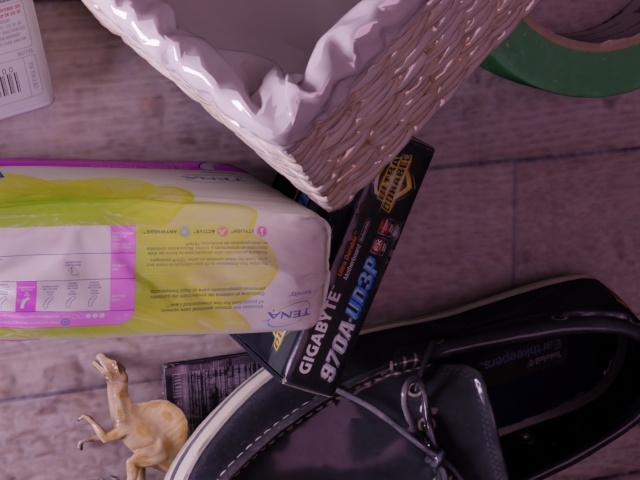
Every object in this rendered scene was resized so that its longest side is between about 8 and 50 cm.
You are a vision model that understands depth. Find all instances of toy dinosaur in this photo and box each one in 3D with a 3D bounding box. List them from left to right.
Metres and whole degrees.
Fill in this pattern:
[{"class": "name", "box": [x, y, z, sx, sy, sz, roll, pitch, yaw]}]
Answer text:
[{"class": "toy dinosaur", "box": [-0.147, 0.183, 1.305, 0.092, 0.053, 0.183, -41, 103, 5]}]

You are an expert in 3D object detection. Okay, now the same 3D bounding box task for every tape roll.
[{"class": "tape roll", "box": [0.235, -0.289, 1.333, 0.321, 0.077, 0.321, -5, 104, -20]}]

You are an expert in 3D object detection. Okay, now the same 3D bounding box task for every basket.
[{"class": "basket", "box": [-0.017, -0.241, 1.077, 0.328, 0.266, 0.331, 41, 84, 18]}]

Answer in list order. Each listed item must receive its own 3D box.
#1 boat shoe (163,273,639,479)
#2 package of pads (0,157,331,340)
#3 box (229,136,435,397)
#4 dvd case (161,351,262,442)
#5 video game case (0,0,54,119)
[{"class": "boat shoe", "box": [0.094, 0.165, 1.330, 0.500, 0.156, 0.187, -20, 111, -21]}, {"class": "package of pads", "box": [-0.161, 0.001, 1.170, 0.296, 0.229, 0.101, -1, 104, -21]}, {"class": "box", "box": [0.000, 0.000, 1.261, 0.051, 0.175, 0.220, 20, 96, -25]}, {"class": "dvd case", "box": [-0.033, 0.176, 1.379, 0.221, 0.018, 0.165, -7, 104, -19]}, {"class": "video game case", "box": [-0.379, -0.184, 1.094, 0.329, 0.036, 0.300, -18, 129, -15]}]
